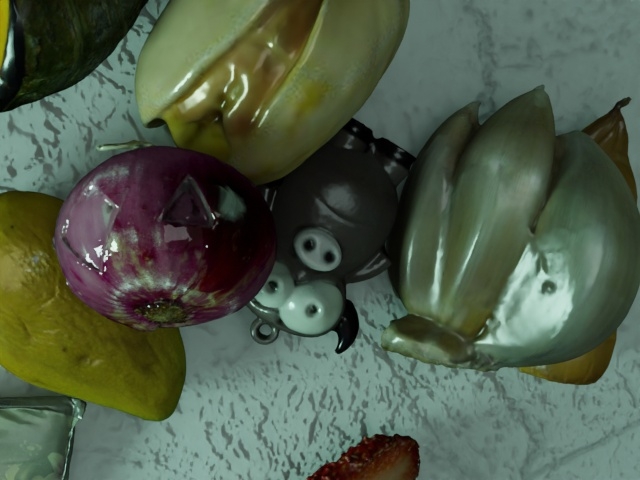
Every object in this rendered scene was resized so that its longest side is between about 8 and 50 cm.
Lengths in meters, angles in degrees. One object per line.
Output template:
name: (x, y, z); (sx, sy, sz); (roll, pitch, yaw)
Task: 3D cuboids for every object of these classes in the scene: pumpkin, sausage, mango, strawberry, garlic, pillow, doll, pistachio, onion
pumpkin: (-0.280, -0.291, 1.426); (0.232, 0.242, 0.325); (-12, 93, -43)
sausage: (0.293, -0.001, 1.625); (0.112, 0.112, 0.328); (10, 91, -15)
mango: (-0.257, 0.068, 1.484); (0.317, 0.119, 0.176); (42, 75, -18)
strawberry: (0.022, 0.305, 1.602); (0.208, 0.087, 0.167); (-36, 124, -35)
garlic: (0.204, 0.004, 1.544); (0.279, 0.132, 0.325); (27, 103, 15)
pillow: (-0.377, 0.227, 1.496); (0.255, 0.059, 0.169); (5, 93, -16)
doll: (0.000, -0.001, 1.543); (0.182, 0.117, 0.257); (31, 85, -11)
pistachio: (-0.043, -0.203, 1.467); (0.230, 0.230, 0.309); (35, 99, -14)
onion: (-0.137, -0.005, 1.406); (0.200, 0.200, 0.207); (-41, 115, -8)
